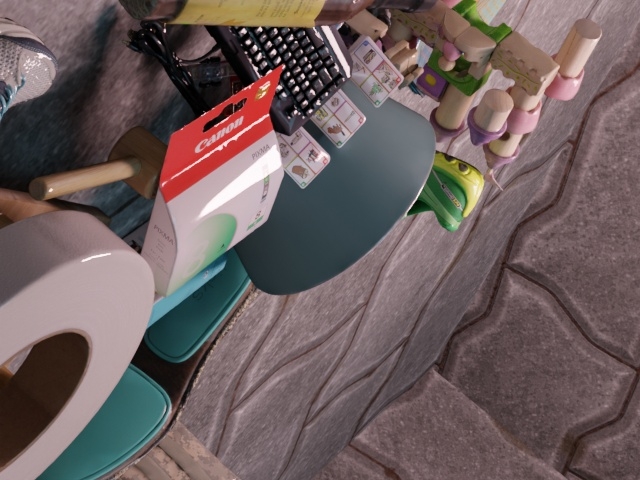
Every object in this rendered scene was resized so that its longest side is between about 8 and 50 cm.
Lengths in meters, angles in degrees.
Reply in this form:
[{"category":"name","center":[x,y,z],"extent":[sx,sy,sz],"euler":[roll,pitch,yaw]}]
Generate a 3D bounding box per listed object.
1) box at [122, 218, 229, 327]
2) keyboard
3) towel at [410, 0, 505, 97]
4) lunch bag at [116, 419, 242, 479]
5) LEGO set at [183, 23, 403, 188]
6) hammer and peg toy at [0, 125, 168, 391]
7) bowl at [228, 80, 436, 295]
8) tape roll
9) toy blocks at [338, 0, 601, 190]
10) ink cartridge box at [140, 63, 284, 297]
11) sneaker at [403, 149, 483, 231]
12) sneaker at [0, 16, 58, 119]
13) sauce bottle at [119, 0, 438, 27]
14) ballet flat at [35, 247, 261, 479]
[{"category":"box","center":[-0.232,0.052,1.798],"extent":[0.244,0.100,0.060],"euler":[-39,161,-37]},{"category":"keyboard","center":[-0.087,-0.215,1.483],"extent":[0.201,0.033,0.317],"euler":[-40,139,-5]},{"category":"towel","center":[0.257,-0.398,2.270],"extent":[0.370,0.040,0.271],"euler":[-52,166,5]},{"category":"lunch bag","center":[-0.304,0.400,2.147],"extent":[0.287,0.235,0.169],"euler":[-37,165,-43]},{"category":"LEGO set","center":[-0.044,-0.205,1.613],"extent":[0.182,0.060,0.244],"euler":[-48,121,-4]},{"category":"hammer and peg toy","center":[-0.317,0.016,1.423],"extent":[0.361,0.127,0.266],"euler":[-53,163,9]},{"category":"bowl","center":[-0.025,-0.100,1.783],"extent":[0.312,0.163,0.311],"euler":[-34,-151,22]},{"category":"tape roll","center":[-0.319,0.144,1.344],"extent":[0.392,0.072,0.392],"euler":[-45,163,-18]},{"category":"toy blocks","center":[0.181,-0.224,2.002],"extent":[0.309,0.289,0.260],"euler":[-42,165,-35]},{"category":"ink cartridge box","center":[-0.104,-0.062,1.504],"extent":[0.181,0.056,0.224],"euler":[-38,163,-39]},{"category":"sneaker","center":[0.091,-0.094,2.044],"extent":[0.109,0.296,0.123],"euler":[16,95,-59]},{"category":"sneaker","center":[-0.308,-0.103,1.173],"extent":[0.283,0.122,0.110],"euler":[-28,153,-55]},{"category":"sauce bottle","center":[-0.031,-0.262,1.377],"extent":[0.344,0.111,0.111],"euler":[-2,136,-33]},{"category":"ballet flat","center":[-0.242,0.183,1.998],"extent":[0.482,0.164,0.182],"euler":[-51,174,-14]}]
